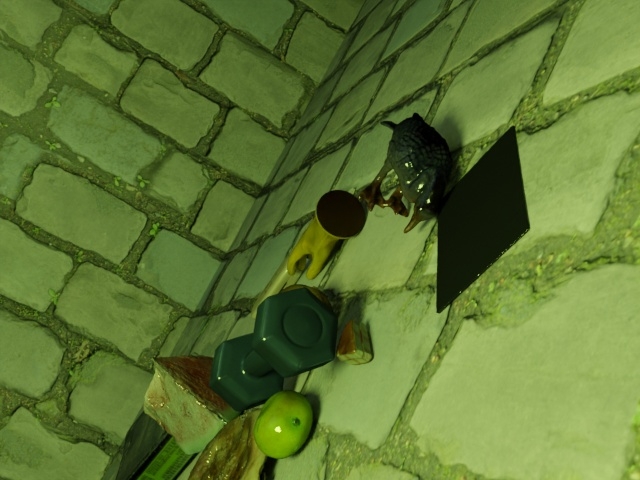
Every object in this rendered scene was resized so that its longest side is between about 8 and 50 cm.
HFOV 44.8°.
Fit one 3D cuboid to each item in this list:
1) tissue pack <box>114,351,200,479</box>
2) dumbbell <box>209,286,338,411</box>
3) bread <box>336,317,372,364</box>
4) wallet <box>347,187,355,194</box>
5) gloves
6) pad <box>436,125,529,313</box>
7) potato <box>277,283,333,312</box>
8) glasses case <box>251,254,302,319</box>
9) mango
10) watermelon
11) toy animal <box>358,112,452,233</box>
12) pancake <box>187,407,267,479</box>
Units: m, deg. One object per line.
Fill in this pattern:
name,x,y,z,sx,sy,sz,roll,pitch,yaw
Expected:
tissue pack,-0.417,0.527,2.078,0.394,0.124,0.288,-51,17,29
dumbbell,-0.093,0.209,1.435,0.144,0.156,0.316,-49,2,-37
bread,0.055,0.185,1.333,0.062,0.043,0.109,-52,17,22
wallet,0.061,-0.102,1.975,0.083,0.011,0.044,-38,24,56
gloves,0.001,-0.001,1.846,0.133,0.116,0.294,-35,-9,-30
pad,0.247,-0.040,1.219,0.202,0.005,0.300,-49,17,33
potato,-0.049,0.160,1.581,0.176,0.137,0.137,-49,17,43
glasses case,-0.113,0.129,2.016,0.196,0.050,0.083,-56,12,13
mango,-0.067,0.318,1.379,0.117,0.089,0.163,-56,14,9
watermelon,-0.295,0.362,1.829,0.310,0.231,0.193,-107,29,-53
toy animal,0.169,-0.138,1.460,0.185,0.122,0.298,-51,22,45
pancake,-0.196,0.494,1.503,0.382,0.071,0.382,-53,16,22
